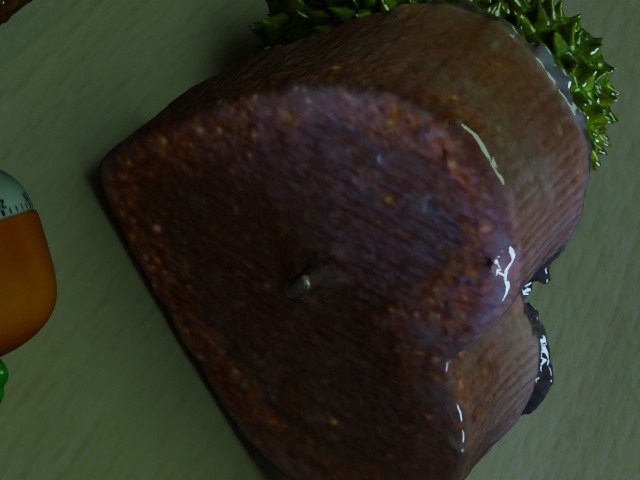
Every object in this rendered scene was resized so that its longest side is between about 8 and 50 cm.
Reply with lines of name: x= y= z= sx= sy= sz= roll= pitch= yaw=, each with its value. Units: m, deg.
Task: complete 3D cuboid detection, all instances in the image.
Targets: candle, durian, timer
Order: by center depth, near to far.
timer: x=-0.195 y=0.031 z=1.038 sx=0.136 sy=0.099 sz=0.136 roll=5 pitch=82 yaw=-40
candle: x=0.000 y=0.000 z=1.154 sx=0.287 sy=0.317 sz=0.131 roll=30 pitch=42 yaw=18
durian: x=0.058 y=-0.089 z=1.271 sx=0.177 sy=0.237 sz=0.200 roll=-18 pitch=129 yaw=-38

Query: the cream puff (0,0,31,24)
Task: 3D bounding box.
cream puff: x=-0.238 y=-0.240 z=1.016 sx=0.303 sy=0.212 sz=0.303 roll=22 pitch=56 yaw=-36
